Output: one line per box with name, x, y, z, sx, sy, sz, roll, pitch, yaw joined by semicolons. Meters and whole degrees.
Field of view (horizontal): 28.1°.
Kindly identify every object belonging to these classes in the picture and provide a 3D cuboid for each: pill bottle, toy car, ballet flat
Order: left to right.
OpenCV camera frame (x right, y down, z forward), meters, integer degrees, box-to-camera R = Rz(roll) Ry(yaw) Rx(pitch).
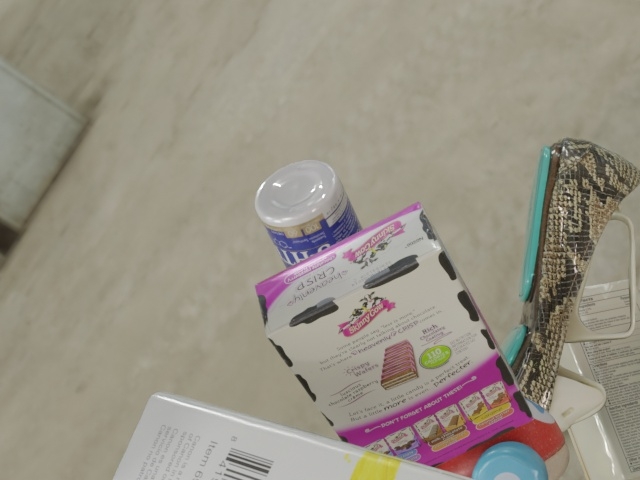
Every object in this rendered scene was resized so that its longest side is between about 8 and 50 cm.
pill bottle;0.000;0.000;1.625;0.112;0.186;0.112;-16;40;14
toy car;0.120;0.174;1.328;0.210;0.238;0.219;-27;-2;15
ballet flat;0.304;0.109;1.619;0.164;0.182;0.482;80;-152;-83

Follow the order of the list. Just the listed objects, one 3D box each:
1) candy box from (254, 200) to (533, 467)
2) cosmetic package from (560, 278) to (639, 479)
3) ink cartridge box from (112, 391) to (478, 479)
candy box;0.067;0.097;1.097;0.159;0.233;0.071;-27;39;6
cosmetic package;0.459;0.229;1.997;0.113;0.160;0.309;118;139;-59
ink cartridge box;0.013;0.276;0.758;0.385;0.160;0.279;9;67;44
